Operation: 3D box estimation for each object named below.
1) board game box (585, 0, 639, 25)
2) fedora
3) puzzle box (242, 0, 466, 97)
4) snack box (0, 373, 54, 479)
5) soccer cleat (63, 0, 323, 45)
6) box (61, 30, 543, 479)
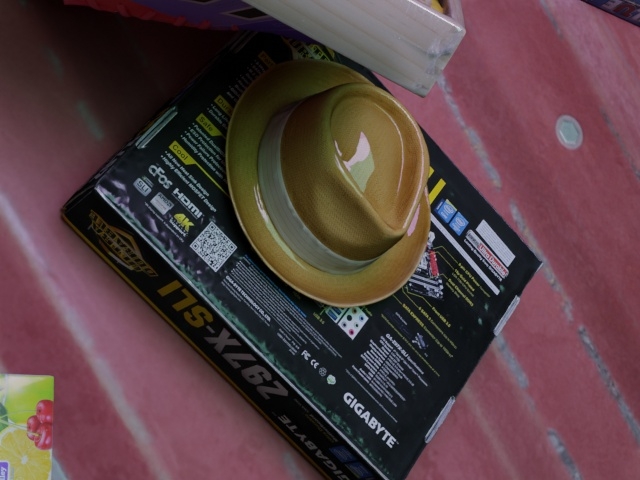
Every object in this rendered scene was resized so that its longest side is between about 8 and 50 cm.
[{"bbox_3d":[0.273,-0.334,1.180,0.243,0.042,0.165,17,68,-27],"label":"board game box"},{"bbox_3d":[0.024,-0.051,0.832,0.194,0.079,0.194,9,72,-29],"label":"fedora"},{"bbox_3d":[-0.036,-0.260,0.805,0.272,0.052,0.409,26,28,-12],"label":"puzzle box"},{"bbox_3d":[-0.245,0.135,0.729,0.141,0.037,0.100,7,72,-30],"label":"snack box"},{"bbox_3d":[-0.126,-0.205,0.836,0.318,0.108,0.116,26,94,-8],"label":"soccer cleat"},{"bbox_3d":[0.000,0.000,0.896,0.322,0.079,0.257,46,56,-12],"label":"box"}]
